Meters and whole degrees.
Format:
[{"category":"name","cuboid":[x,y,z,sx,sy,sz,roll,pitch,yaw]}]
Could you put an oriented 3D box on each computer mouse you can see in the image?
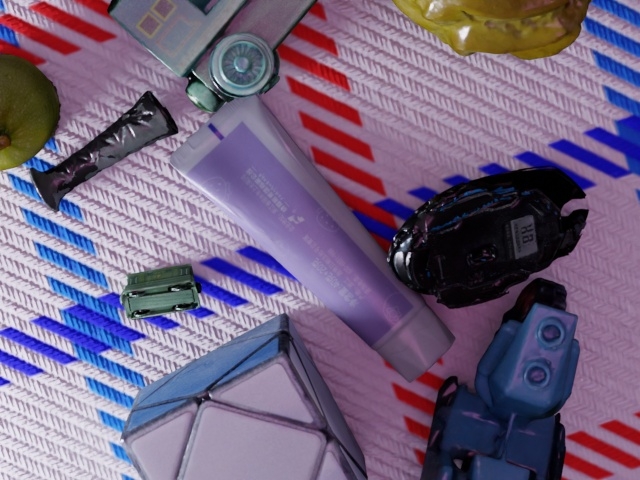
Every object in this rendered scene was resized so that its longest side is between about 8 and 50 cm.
[{"category":"computer mouse","cuboid":[0.183,-0.013,1.827,0.241,0.077,0.146,-15,121,-9]}]

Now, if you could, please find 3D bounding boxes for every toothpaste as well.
[{"category":"toothpaste","cuboid":[0.000,0.000,1.835,0.125,0.080,0.371,-44,92,5]}]

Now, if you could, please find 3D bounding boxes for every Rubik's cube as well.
[{"category":"Rubik's cube","cuboid":[-0.078,0.229,1.804,0.205,0.205,0.207,-26,98,4]}]

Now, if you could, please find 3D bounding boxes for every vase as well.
[{"category":"vase","cuboid":[-0.242,-0.098,1.820,0.167,0.059,0.059,-33,99,5]}]

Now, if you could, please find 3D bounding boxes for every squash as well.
[{"category":"squash","cuboid":[-0.344,-0.128,1.754,0.123,0.187,0.123,-1,106,-4]}]

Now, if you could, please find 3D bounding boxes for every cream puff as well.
[{"category":"cream puff","cuboid":[0.208,-0.307,1.654,0.323,0.270,0.274,14,103,-31]}]

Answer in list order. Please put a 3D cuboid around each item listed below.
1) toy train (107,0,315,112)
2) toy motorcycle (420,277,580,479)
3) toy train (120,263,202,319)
[{"category":"toy train","cuboid":[-0.073,-0.288,1.762,0.194,0.120,0.298,41,97,-2]},{"category":"toy motorcycle","cuboid":[0.200,0.251,1.798,0.172,0.232,0.416,19,99,-3]},{"category":"toy train","cuboid":[-0.179,0.057,1.849,0.093,0.056,0.038,-10,117,2]}]
